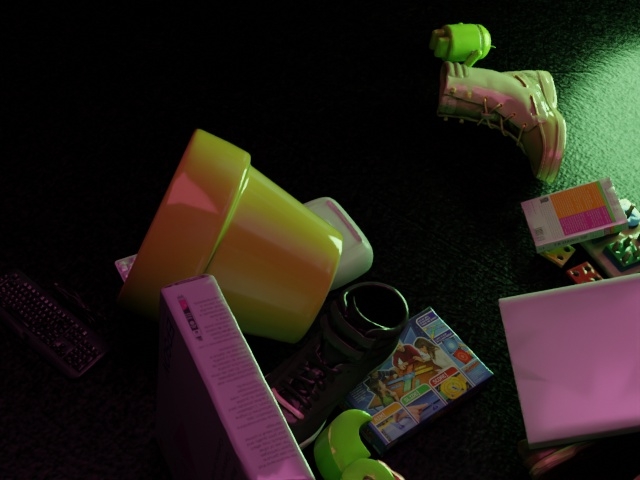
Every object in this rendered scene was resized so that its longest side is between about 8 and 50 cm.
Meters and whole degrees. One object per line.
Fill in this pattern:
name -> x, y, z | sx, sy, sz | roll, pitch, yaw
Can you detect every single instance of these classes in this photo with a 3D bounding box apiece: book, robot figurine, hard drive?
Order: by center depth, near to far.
hard drive -> 0.411, 0.145, 1.333 | 0.318, 0.040, 0.210 | -11, 58, 8
book -> 0.397, -0.038, 1.598 | 0.144, 0.035, 0.096 | -14, 46, 7
robot figurine -> 0.258, -0.359, 1.851 | 0.115, 0.067, 0.101 | -6, 44, -18

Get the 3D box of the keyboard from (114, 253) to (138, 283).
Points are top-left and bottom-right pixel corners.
keyboard -> -0.165, 0.021, 1.474 | 0.256, 0.014, 0.072 | -19, 57, -26

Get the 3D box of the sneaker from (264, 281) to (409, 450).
sneaker -> -0.001, 0.153, 1.268 | 0.104, 0.147, 0.296 | 41, 57, 19

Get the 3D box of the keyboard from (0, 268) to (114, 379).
keyboard -> -0.358, 0.095, 1.354 | 0.192, 0.038, 0.100 | 36, 52, 16

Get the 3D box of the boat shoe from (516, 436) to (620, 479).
boat shoe -> 0.340, 0.259, 1.354 | 0.178, 0.064, 0.060 | -20, 57, -22

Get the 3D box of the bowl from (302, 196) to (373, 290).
bowl -> 0.000, 0.000, 1.496 | 0.142, 0.053, 0.142 | -24, 65, -31

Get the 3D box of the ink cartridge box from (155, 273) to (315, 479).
ink cartridge box -> -0.093, 0.259, 1.085 | 0.071, 0.324, 0.330 | -14, 55, -22

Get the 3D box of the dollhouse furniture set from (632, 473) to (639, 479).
dollhouse furniture set -> 0.462, 0.318, 1.252 | 0.129, 0.184, 0.129 | -28, 62, -31

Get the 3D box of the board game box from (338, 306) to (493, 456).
board game box -> 0.117, 0.187, 1.383 | 0.201, 0.035, 0.136 | -26, 60, -30

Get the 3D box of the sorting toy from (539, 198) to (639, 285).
sorting toy -> 0.477, -0.009, 1.621 | 0.274, 0.046, 0.132 | -18, 56, -25

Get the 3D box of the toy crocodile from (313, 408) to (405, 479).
toy crocodile -> 0.104, 0.349, 1.191 | 0.105, 0.115, 0.340 | -27, 60, -31

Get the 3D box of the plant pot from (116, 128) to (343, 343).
plant pot -> -0.109, 0.015, 1.341 | 0.239, 0.254, 0.254 | 24, 49, -8

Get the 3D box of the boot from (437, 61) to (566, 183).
boot -> 0.299, -0.205, 1.712 | 0.203, 0.095, 0.262 | 7, 48, -7
